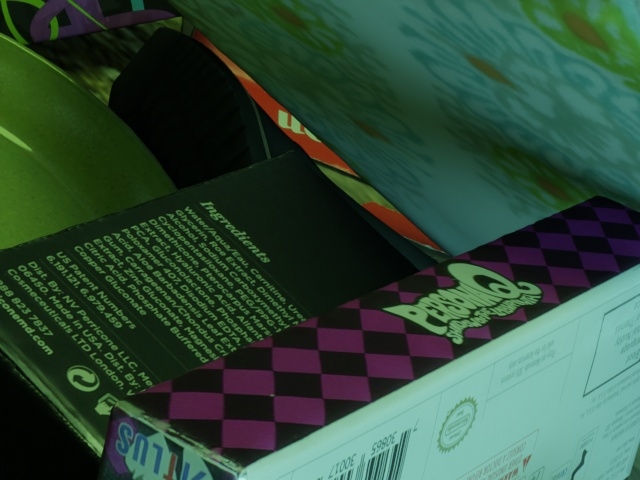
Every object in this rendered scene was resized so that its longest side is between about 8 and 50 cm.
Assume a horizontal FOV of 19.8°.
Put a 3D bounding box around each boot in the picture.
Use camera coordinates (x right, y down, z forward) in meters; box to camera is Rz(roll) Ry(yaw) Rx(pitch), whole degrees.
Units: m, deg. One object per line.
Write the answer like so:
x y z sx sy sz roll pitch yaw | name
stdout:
0.000 0.000 0.776 0.137 0.077 0.198 13 38 -48 | boot

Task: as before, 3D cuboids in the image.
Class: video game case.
0.012 0.108 0.492 0.042 0.210 0.232 25 26 27 | video game case

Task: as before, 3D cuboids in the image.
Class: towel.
0.117 -0.030 0.646 0.320 0.090 0.374 42 -12 -29 | towel

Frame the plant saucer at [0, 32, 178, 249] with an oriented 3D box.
-0.158 -0.010 0.669 0.241 0.037 0.241 21 34 -15 | plant saucer

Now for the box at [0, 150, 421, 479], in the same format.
-0.055 0.073 0.534 0.093 0.156 0.158 43 34 17 | box

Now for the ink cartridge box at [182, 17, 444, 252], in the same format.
0.022 -0.096 0.921 0.181 0.056 0.224 21 33 -16 | ink cartridge box

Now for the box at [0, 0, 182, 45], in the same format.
-0.103 -0.150 0.806 0.162 0.116 0.029 -17 19 -37 | box
